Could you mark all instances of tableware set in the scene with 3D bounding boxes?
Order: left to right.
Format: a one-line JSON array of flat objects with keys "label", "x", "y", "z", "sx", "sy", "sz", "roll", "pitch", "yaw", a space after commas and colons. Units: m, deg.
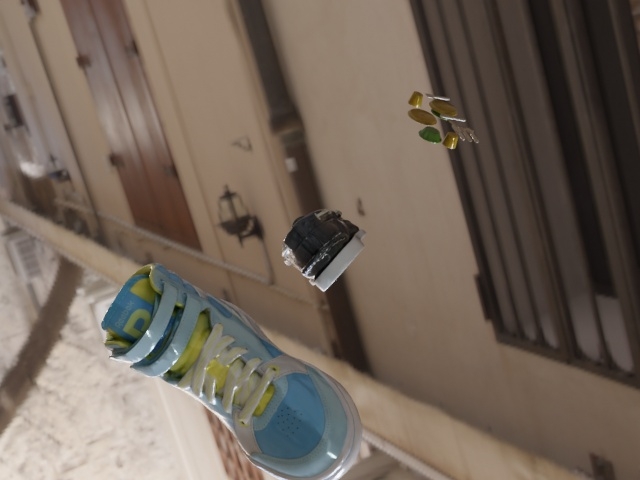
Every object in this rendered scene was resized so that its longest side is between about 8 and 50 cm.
[{"label": "tableware set", "x": 0.178, "y": -0.188, "z": 1.594, "sx": 0.104, "sy": 0.024, "sz": 0.154, "roll": 7, "pitch": -146, "yaw": -21}]

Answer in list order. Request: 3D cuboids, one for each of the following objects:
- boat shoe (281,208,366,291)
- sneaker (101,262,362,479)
[{"label": "boat shoe", "x": 0.000, "y": 0.000, "z": 1.421, "sx": 0.114, "sy": 0.091, "sz": 0.302, "roll": -47, "pitch": -178, "yaw": -4}, {"label": "sneaker", "x": -0.112, "y": 0.133, "z": 1.048, "sx": 0.319, "sy": 0.208, "sz": 0.127, "roll": 30, "pitch": -93, "yaw": 46}]
